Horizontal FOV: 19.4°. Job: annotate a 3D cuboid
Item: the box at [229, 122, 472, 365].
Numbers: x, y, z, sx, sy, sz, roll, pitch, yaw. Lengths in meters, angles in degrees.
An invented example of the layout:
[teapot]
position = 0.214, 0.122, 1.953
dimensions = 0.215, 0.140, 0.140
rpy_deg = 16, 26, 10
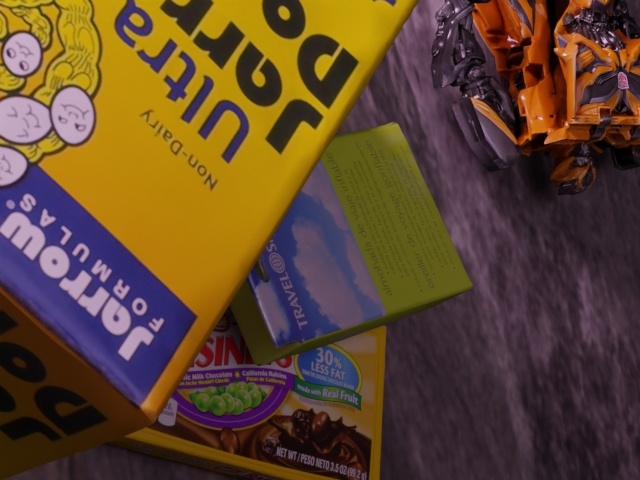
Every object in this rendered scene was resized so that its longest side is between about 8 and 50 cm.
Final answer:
[box]
position = 0.000, 0.000, 1.012
dimensions = 0.178, 0.042, 0.109
rpy_deg = -15, 78, -51

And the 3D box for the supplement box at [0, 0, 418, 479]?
[supplement box]
position = -0.108, -0.091, 0.834
dimensions = 0.194, 0.195, 0.356
rpy_deg = 44, 53, -18

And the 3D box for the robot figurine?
[robot figurine]
position = 0.149, -0.175, 1.194
dimensions = 0.211, 0.085, 0.291
rpy_deg = -4, 82, -43

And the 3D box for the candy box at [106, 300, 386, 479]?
[candy box]
position = -0.046, 0.070, 0.986
dimensions = 0.206, 0.027, 0.105
rpy_deg = 20, 62, -39
